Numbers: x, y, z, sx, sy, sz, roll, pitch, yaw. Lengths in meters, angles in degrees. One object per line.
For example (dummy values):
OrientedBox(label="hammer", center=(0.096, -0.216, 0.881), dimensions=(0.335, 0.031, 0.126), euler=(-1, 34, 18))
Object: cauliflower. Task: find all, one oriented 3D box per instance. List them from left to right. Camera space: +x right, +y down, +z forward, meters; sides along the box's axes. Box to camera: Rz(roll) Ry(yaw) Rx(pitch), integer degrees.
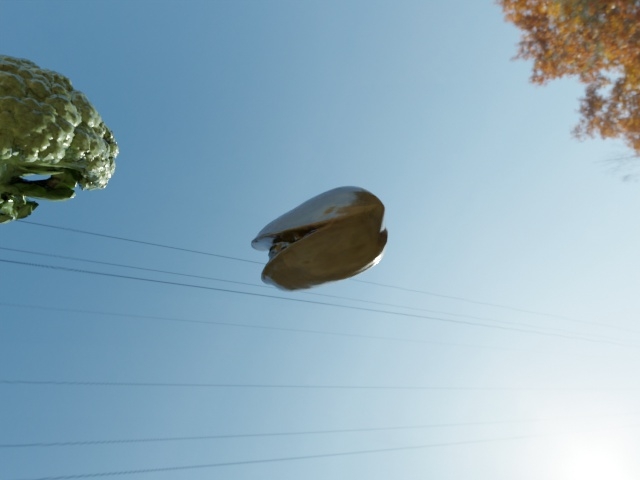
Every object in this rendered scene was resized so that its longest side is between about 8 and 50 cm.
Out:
OrientedBox(label="cauliflower", center=(-0.462, -0.141, 0.621), dimensions=(0.275, 0.272, 0.250), euler=(28, -76, 0))

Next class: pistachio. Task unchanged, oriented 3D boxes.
OrientedBox(label="pistachio", center=(0.000, 0.000, 0.603), dimensions=(0.206, 0.131, 0.130), euler=(-23, -111, 11))
